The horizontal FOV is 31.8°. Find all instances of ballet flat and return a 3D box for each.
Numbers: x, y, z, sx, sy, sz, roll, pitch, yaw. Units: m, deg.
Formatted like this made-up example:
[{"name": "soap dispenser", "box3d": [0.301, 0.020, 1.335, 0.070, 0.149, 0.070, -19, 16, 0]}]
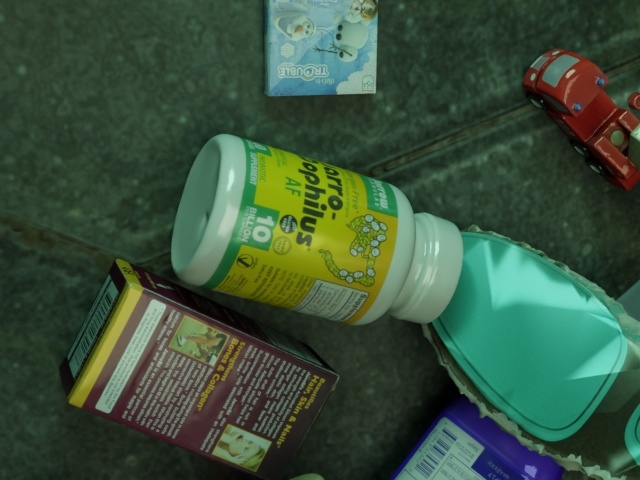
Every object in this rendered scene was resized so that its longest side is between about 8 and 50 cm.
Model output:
[{"name": "ballet flat", "box3d": [0.242, 0.147, 0.904, 0.147, 0.409, 0.147, -36, 149, -27]}]

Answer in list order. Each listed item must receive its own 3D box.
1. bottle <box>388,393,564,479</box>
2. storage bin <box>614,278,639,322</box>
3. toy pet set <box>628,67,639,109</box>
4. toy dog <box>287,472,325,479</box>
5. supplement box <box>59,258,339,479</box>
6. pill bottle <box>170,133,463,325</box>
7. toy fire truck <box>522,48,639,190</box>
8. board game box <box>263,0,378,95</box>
[{"name": "bottle", "box3d": [0.086, 0.269, 0.968, 0.283, 0.118, 0.092, -53, 154, -2]}, {"name": "storage bin", "box3d": [0.298, 0.093, 0.971, 0.098, 0.091, 0.135, -36, 69, -25]}, {"name": "toy pet set", "box3d": [0.347, -0.154, 0.975, 0.122, 0.065, 0.114, 8, 102, -20]}, {"name": "toy dog", "box3d": [-0.076, 0.294, 0.902, 0.333, 0.161, 0.220, -7, 93, 17]}, {"name": "supplement box", "box3d": [-0.096, 0.104, 0.887, 0.188, 0.081, 0.104, 27, 94, -22]}, {"name": "pill bottle", "box3d": [0.000, 0.000, 0.872, 0.208, 0.117, 0.118, 16, 98, -21]}, {"name": "toy fire truck", "box3d": [0.262, -0.076, 0.929, 0.192, 0.135, 0.047, 43, 88, -23]}, {"name": "board game box", "box3d": [0.000, -0.160, 0.883, 0.090, 0.020, 0.090, -4, 107, -17]}]
